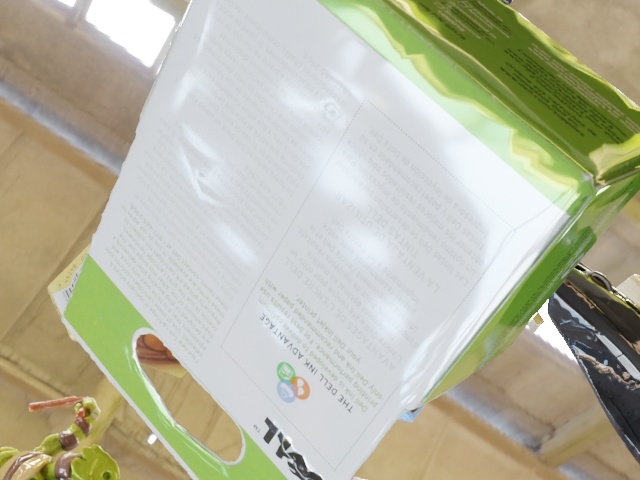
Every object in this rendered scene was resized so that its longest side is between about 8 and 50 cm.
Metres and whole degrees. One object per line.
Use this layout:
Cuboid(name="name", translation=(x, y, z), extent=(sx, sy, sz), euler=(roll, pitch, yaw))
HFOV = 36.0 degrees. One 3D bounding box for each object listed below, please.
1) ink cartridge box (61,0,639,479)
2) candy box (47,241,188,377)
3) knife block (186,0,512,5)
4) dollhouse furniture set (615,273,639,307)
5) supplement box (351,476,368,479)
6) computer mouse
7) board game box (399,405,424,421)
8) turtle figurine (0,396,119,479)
Cuboid(name="ink cartridge box", translation=(0.000, 0.000, 0.460), extent=(0.189, 0.255, 0.097), euler=(45, -145, 19))
Cuboid(name="candy box", translation=(-0.069, 0.000, 0.630), extent=(0.109, 0.186, 0.053), euler=(32, -165, -53))
Cuboid(name="knife block", translation=(0.016, -0.232, 0.628), extent=(0.276, 0.242, 0.088), euler=(32, -138, -1))
Cuboid(name="dollhouse furniture set", translation=(0.507, 0.068, 0.995), extent=(0.256, 0.394, 0.362), euler=(52, 179, -40))
Cuboid(name="supplement box", translation=(-0.021, 0.383, 1.174), extent=(0.220, 0.111, 0.114), euler=(-37, -57, -46))
Cuboid(name="computer mouse", translation=(0.202, 0.059, 0.726), extent=(0.184, 0.060, 0.262), euler=(-4, -116, -62))
Cuboid(name="board game box", translation=(0.116, 0.131, 1.242), extent=(0.039, 0.160, 0.211), euler=(51, -117, -21))
Cuboid(name="turtle figurine", translation=(-0.327, 0.270, 1.080), extent=(0.269, 0.217, 0.087), euler=(-31, -71, -34))
